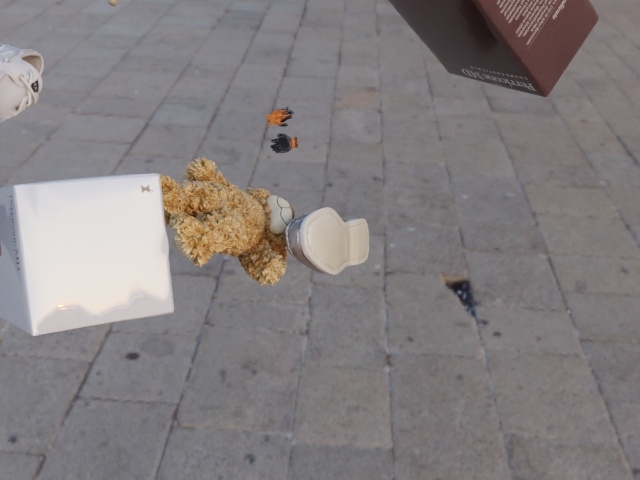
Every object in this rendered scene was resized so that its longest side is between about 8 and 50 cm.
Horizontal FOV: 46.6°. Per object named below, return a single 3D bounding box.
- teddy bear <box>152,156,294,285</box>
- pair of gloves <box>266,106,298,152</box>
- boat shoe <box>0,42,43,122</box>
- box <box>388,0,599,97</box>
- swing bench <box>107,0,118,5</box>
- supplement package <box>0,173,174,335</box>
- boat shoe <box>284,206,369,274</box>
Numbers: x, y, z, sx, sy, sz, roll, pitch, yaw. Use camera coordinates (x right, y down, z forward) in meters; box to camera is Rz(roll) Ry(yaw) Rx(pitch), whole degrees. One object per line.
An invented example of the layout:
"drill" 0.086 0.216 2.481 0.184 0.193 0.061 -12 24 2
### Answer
"teddy bear" -0.149 -0.037 1.247 0.338 0.113 0.245 21 27 -46
"pair of gloves" -0.071 -0.205 1.382 0.010 0.083 0.074 -10 3 -43
"boat shoe" -0.449 -0.224 1.074 0.088 0.096 0.267 -2 24 -13
"box" 0.162 -0.348 0.906 0.381 0.143 0.191 33 -2 -41
"swing bench" -0.434 -0.592 1.291 0.253 0.254 0.165 14 -13 -31
"supplement package" -0.335 0.010 0.978 0.175 0.177 0.293 -8 5 -33
"boat shoe" 0.000 0.000 1.343 0.097 0.116 0.324 0 1 20
